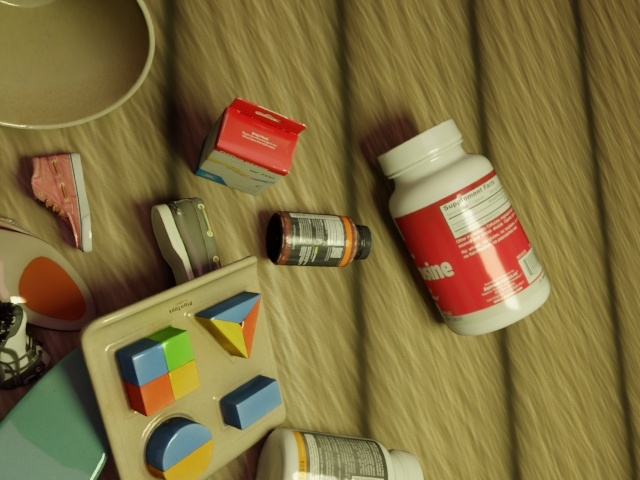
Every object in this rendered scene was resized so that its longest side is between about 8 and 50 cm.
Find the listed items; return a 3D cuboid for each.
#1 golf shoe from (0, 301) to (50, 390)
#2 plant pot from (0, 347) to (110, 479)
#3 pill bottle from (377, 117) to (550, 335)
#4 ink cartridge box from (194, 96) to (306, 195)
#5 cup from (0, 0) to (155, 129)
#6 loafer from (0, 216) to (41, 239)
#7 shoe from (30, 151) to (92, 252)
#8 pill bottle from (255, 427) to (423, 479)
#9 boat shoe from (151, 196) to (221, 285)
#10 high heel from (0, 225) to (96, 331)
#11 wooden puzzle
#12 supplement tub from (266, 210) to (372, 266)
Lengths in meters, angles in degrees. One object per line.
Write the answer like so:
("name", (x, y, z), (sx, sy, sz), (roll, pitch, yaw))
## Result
("golf shoe", (-0.451, 0.158, 0.843), (0.093, 0.198, 0.077), (7, 48, -35))
("plant pot", (-0.399, 0.292, 0.846), (0.165, 0.165, 0.234), (36, 62, -15))
("pill bottle", (0.284, -0.030, 1.162), (0.229, 0.229, 0.408), (-29, 93, -25))
("ink cartridge box", (-0.130, -0.158, 0.997), (0.134, 0.231, 0.078), (18, 74, -20))
("cup", (-0.454, -0.374, 0.872), (0.330, 0.331, 0.237), (-13, 61, -25))
("loafer", (-0.514, -0.026, 0.910), (0.125, 0.045, 0.039), (22, 56, -16))
("shoe", (-0.434, -0.061, 0.942), (0.081, 0.063, 0.178), (-9, 80, -24))
("pill bottle", (0.035, 0.435, 1.012), (0.278, 0.162, 0.162), (15, 76, -21))
("boat shoe", (-0.205, 0.072, 0.994), (0.091, 0.109, 0.305), (-21, 93, -31))
("high heel", (-0.541, 0.035, 0.885), (0.377, 0.181, 0.127), (47, 50, -31))
("wooden puzzle", (-0.180, 0.231, 0.887), (0.322, 0.080, 0.348), (-24, 113, -45))
("supplement tub", (0.000, 0.000, 1.100), (0.197, 0.106, 0.106), (4, 80, -24))
